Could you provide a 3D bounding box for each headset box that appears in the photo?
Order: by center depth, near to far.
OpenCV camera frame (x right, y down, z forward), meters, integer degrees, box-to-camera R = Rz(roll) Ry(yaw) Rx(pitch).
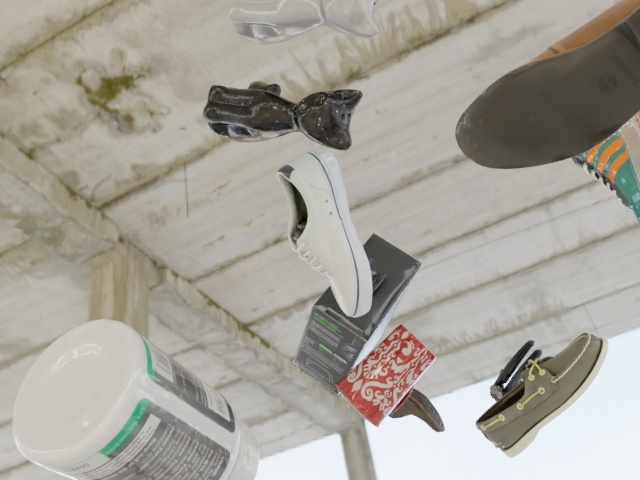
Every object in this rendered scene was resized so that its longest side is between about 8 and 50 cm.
[{"bbox_3d":[0.079,0.156,1.346,0.131,0.246,0.283,33,-38,12],"label":"headset box"}]

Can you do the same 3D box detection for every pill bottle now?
[{"bbox_3d":[-0.249,0.286,0.924,0.204,0.204,0.361,-22,-43,13],"label":"pill bottle"}]

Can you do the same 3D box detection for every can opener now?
[{"bbox_3d":[0.410,0.278,1.302,0.073,0.059,0.186,-14,-47,-32],"label":"can opener"}]

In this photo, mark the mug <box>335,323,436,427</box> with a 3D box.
[{"bbox_3d":[0.129,0.251,1.173,0.169,0.113,0.150,-47,-18,-2],"label":"mug"}]

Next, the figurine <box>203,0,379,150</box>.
[{"bbox_3d":[-0.023,-0.218,0.749,0.210,0.214,0.092,15,2,38],"label":"figurine"}]

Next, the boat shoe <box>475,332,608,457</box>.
[{"bbox_3d":[0.412,0.281,1.162,0.091,0.109,0.305,36,-65,8],"label":"boat shoe"}]

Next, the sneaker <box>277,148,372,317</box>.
[{"bbox_3d":[0.000,0.000,0.896,0.091,0.094,0.257,-23,-77,-23],"label":"sneaker"}]

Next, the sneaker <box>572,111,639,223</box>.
[{"bbox_3d":[0.502,-0.130,1.044,0.108,0.302,0.121,14,-35,-32],"label":"sneaker"}]

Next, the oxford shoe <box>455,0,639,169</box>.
[{"bbox_3d":[0.190,-0.116,0.430,0.212,0.076,0.076,-28,-74,41],"label":"oxford shoe"}]

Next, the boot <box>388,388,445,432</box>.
[{"bbox_3d":[0.240,0.464,1.714,0.106,0.219,0.082,-45,-8,18],"label":"boot"}]
